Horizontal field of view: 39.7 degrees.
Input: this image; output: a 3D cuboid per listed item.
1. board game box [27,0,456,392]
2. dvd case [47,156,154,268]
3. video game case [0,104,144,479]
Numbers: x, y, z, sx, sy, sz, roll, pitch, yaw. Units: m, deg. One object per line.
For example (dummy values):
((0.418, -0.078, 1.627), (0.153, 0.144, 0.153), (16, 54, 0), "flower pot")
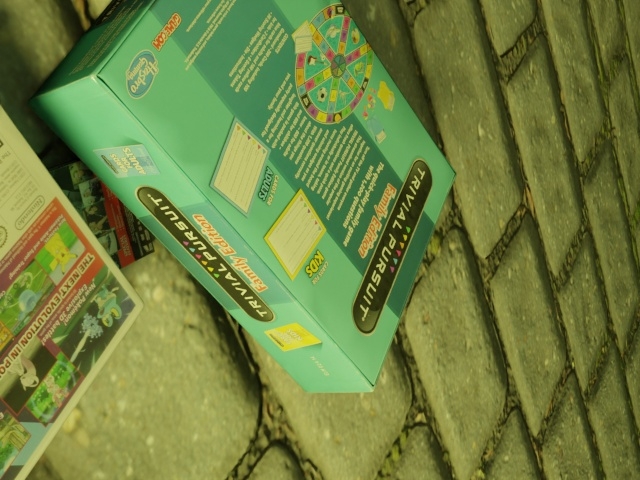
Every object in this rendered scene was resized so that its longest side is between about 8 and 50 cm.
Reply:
((-0.032, -0.077, 0.717), (0.336, 0.079, 0.253), (51, 48, -31), "board game box")
((-0.168, -0.012, 0.617), (0.119, 0.013, 0.087), (-34, 117, -53), "dvd case")
((-0.197, 0.046, 0.485), (0.183, 0.023, 0.201), (62, 41, -35), "video game case")
